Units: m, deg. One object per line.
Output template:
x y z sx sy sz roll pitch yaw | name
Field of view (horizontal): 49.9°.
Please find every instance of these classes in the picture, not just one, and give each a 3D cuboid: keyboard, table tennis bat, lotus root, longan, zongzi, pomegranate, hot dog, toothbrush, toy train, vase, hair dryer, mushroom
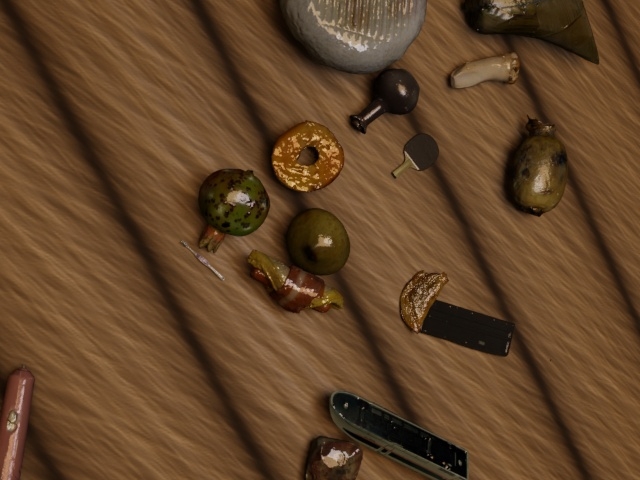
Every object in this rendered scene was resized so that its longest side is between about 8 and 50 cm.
0.431 0.239 1.790 0.381 0.041 0.103 17 82 -12 | keyboard
0.240 -0.210 1.753 0.156 0.013 0.087 -40 101 -19 | table tennis bat
0.576 -0.202 1.806 0.154 0.154 0.278 11 80 -20 | lotus root
0.000 0.000 1.590 0.176 0.145 0.155 -38 131 -58 | longan
0.576 -0.566 1.835 0.323 0.160 0.360 -34 105 -13 | zongzi
-0.202 -0.066 1.513 0.159 0.159 0.205 30 102 -16 | pomegranate
-0.060 0.113 1.563 0.261 0.123 0.093 26 70 -13 | hot dog
-0.263 0.046 1.549 0.131 0.013 0.011 44 79 -16 | toothbrush
0.172 0.473 1.645 0.407 0.088 0.086 31 42 -16 | toy train
0.152 -0.336 1.682 0.183 0.120 0.120 -40 101 -4 | vase
-0.603 0.410 1.313 0.125 0.210 0.352 6 70 -15 | hair dryer
0.430 -0.440 1.812 0.209 0.071 0.084 -14 124 -18 | mushroom

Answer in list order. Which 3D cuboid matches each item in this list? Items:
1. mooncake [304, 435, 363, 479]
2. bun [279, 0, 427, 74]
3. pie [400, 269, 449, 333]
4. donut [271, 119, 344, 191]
0.030 0.522 1.591 0.125 0.073 0.130 9 94 -19 | mooncake
0.065 -0.556 1.603 0.362 0.211 0.362 0 89 -22 | bun
0.251 0.139 1.722 0.092 0.034 0.170 34 79 5 | pie
-0.037 -0.190 1.623 0.178 0.065 0.162 -28 92 -19 | donut
